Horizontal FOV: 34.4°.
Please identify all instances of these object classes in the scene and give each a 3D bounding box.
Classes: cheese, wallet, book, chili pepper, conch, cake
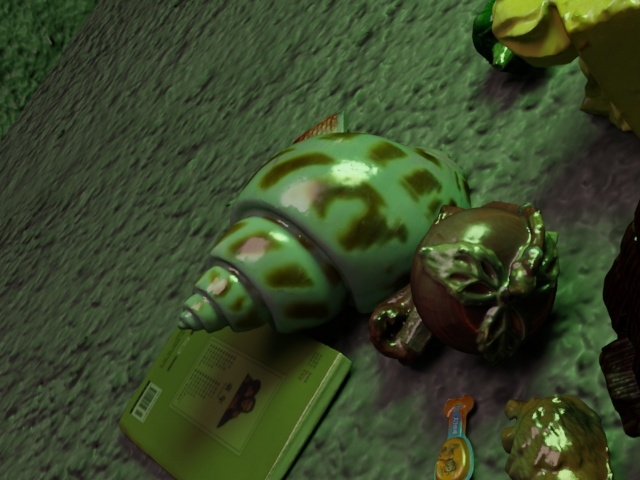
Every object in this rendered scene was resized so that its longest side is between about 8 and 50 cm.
[{"bbox_3d":[0.137,0.207,1.048,0.047,0.017,0.111,-19,43,33],"label":"cheese"},{"bbox_3d":[-0.003,-0.104,1.507,0.103,0.020,0.196,-29,38,26],"label":"wallet"},{"bbox_3d":[-0.124,0.201,1.331,0.352,0.035,0.239,19,73,54],"label":"book"},{"bbox_3d":[0.275,-0.312,1.332,0.136,0.099,0.270,5,56,40],"label":"chili pepper"},{"bbox_3d":[0.001,-0.001,1.253,0.249,0.197,0.368,37,89,40],"label":"conch"},{"bbox_3d":[0.345,-0.249,1.076,0.286,0.227,0.222,-23,42,33],"label":"cake"}]

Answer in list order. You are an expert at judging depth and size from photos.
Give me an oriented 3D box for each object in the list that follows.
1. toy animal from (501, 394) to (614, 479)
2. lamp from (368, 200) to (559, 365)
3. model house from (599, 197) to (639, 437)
[{"bbox_3d":[0.219,0.243,0.857,0.157,0.097,0.312,-41,36,1],"label":"toy animal"},{"bbox_3d":[0.156,0.055,1.081,0.215,0.151,0.223,-53,-2,-2],"label":"lamp"},{"bbox_3d":[0.318,0.096,0.714,0.297,0.282,0.317,-27,39,28],"label":"model house"}]
